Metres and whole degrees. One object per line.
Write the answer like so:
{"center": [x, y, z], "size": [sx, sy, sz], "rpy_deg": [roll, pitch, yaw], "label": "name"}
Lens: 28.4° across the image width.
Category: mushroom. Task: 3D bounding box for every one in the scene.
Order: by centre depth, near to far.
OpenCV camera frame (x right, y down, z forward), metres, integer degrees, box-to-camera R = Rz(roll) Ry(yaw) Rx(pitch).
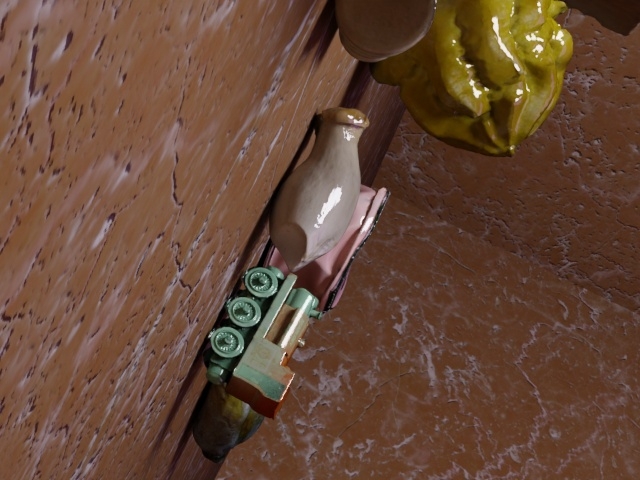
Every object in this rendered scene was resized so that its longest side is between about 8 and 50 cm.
{"center": [-0.002, -0.061, 1.467], "size": [0.097, 0.088, 0.212], "rpy_deg": [45, 61, -53], "label": "mushroom"}

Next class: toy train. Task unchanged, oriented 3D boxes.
{"center": [-0.065, 0.113, 1.504], "size": [0.176, 0.118, 0.074], "rpy_deg": [-60, 178, -35], "label": "toy train"}

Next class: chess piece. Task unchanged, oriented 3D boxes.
{"center": [0.058, -0.213, 1.210], "size": [0.094, 0.094, 0.170], "rpy_deg": [-64, 180, 0], "label": "chess piece"}

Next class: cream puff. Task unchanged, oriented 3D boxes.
{"center": [0.241, -0.265, 1.764], "size": [0.291, 0.257, 0.324], "rpy_deg": [-36, -175, 20], "label": "cream puff"}

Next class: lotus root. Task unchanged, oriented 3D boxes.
{"center": [-0.131, 0.248, 1.800], "size": [0.113, 0.088, 0.192], "rpy_deg": [-37, 159, -46], "label": "lotus root"}

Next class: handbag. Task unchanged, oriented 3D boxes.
{"center": [0.001, 0.001, 1.719], "size": [0.179, 0.116, 0.205], "rpy_deg": [65, 50, -88], "label": "handbag"}

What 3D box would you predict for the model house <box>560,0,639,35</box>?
{"center": [0.230, -0.341, 0.987], "size": [0.245, 0.312, 0.280], "rpy_deg": [-61, 178, -9], "label": "model house"}
